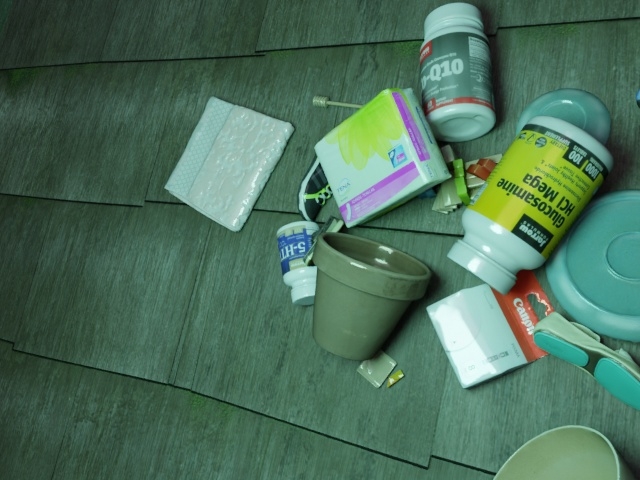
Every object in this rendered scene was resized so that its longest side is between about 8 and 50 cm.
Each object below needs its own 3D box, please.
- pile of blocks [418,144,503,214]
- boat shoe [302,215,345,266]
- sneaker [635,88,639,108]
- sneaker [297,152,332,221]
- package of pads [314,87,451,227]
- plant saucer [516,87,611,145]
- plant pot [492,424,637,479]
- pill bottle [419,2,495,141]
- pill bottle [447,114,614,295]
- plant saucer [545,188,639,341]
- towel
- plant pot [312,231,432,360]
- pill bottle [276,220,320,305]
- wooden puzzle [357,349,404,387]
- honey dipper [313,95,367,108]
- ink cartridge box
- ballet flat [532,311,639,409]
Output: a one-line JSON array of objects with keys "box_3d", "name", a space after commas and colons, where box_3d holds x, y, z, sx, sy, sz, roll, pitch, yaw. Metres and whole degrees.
[{"box_3d": [0.254, -0.153, 1.327, 0.362, 0.113, 0.148, 14, 82, 30], "name": "pile of blocks"}, {"box_3d": [0.000, 0.000, 1.367, 0.049, 0.056, 0.152, 33, 55, 14], "name": "boat shoe"}, {"box_3d": [0.735, -0.397, 1.167, 0.330, 0.130, 0.147, -51, 49, -2], "name": "sneaker"}, {"box_3d": [0.019, -0.155, 1.463, 0.097, 0.084, 0.234, 17, 83, 29], "name": "sneaker"}, {"box_3d": [0.125, -0.183, 1.303, 0.297, 0.101, 0.229, -31, 79, 51], "name": "package of pads"}, {"box_3d": [0.525, -0.252, 1.264, 0.195, 0.037, 0.194, -8, 72, 24], "name": "plant saucer"}, {"box_3d": [0.439, 0.490, 0.979, 0.191, 0.284, 0.284, 44, 98, -6], "name": "plant pot"}, {"box_3d": [0.312, -0.387, 1.339, 0.161, 0.161, 0.283, -8, 72, 25], "name": "pill bottle"}, {"box_3d": [0.407, -0.065, 1.160, 0.188, 0.188, 0.333, 37, 95, 30], "name": "pill bottle"}, {"box_3d": [0.600, 0.035, 1.113, 0.318, 0.044, 0.317, -10, 65, 21], "name": "plant saucer"}, {"box_3d": [-0.268, -0.227, 1.648, 0.317, 0.053, 0.331, 27, 89, 30], "name": "towel"}, {"box_3d": [0.087, 0.131, 1.271, 0.263, 0.263, 0.229, 24, 104, 30], "name": "plant pot"}, {"box_3d": [-0.040, 0.057, 1.413, 0.112, 0.112, 0.186, -19, 67, 21], "name": "pill bottle"}, {"box_3d": [0.129, 0.287, 1.316, 0.078, 0.014, 0.116, -46, 61, 2], "name": "wooden puzzle"}, {"box_3d": [0.055, -0.363, 1.538, 0.161, 0.030, 0.030, 13, 81, 28], "name": "honey dipper"}, {"box_3d": [0.364, 0.177, 1.207, 0.232, 0.066, 0.189, -31, 64, 20], "name": "ink cartridge box"}, {"box_3d": [0.528, 0.218, 1.098, 0.248, 0.086, 0.086, 35, 92, 28], "name": "ballet flat"}]
